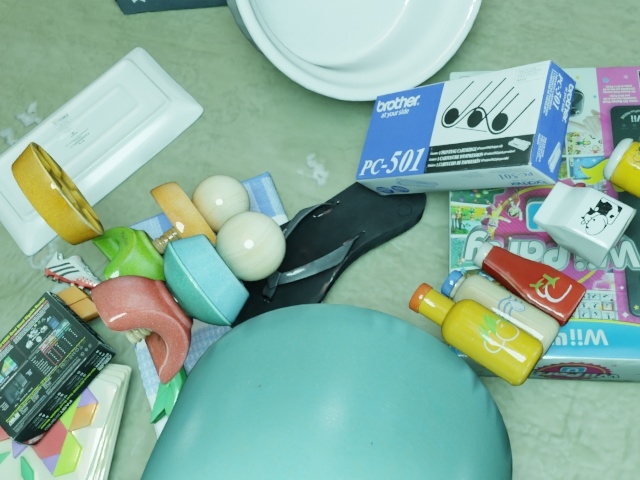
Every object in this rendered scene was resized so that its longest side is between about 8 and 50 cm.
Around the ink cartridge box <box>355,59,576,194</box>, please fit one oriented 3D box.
[{"bbox_3d":[0.128,-0.099,0.695,0.207,0.046,0.097,1,72,50],"label":"ink cartridge box"}]

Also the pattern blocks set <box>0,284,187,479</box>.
[{"bbox_3d":[-0.289,0.185,0.748,0.324,0.026,0.285,-5,70,14],"label":"pattern blocks set"}]

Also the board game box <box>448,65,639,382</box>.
[{"bbox_3d":[0.239,-0.019,0.731,0.224,0.097,0.303,0,68,10],"label":"board game box"}]

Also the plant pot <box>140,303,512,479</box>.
[{"bbox_3d":[-0.007,0.226,0.522,0.293,0.235,0.293,3,110,9],"label":"plant pot"}]

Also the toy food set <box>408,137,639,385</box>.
[{"bbox_3d":[0.179,0.005,0.618,0.104,0.111,0.232,32,77,21],"label":"toy food set"}]

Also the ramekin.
[{"bbox_3d":[0.025,-0.295,0.787,0.277,0.277,0.135,-36,26,-6],"label":"ramekin"}]

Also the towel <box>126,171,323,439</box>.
[{"bbox_3d":[-0.104,0.078,0.780,0.209,0.034,0.285,-21,66,-1],"label":"towel"}]

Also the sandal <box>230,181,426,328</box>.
[{"bbox_3d":[0.000,-0.001,0.762,0.254,0.054,0.097,-39,69,-18],"label":"sandal"}]

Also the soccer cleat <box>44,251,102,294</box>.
[{"bbox_3d":[-0.269,0.036,0.826,0.083,0.029,0.036,15,75,19],"label":"soccer cleat"}]

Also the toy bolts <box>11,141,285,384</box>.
[{"bbox_3d":[-0.137,-0.016,0.664,0.158,0.218,0.228,-36,41,-5],"label":"toy bolts"}]

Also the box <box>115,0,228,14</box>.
[{"bbox_3d":[-0.179,-0.534,0.899,0.211,0.293,0.396,-1,68,9],"label":"box"}]

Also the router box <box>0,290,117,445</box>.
[{"bbox_3d":[-0.276,0.125,0.730,0.092,0.038,0.122,36,78,25],"label":"router box"}]

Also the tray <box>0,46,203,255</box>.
[{"bbox_3d":[-0.286,-0.119,0.891,0.270,0.030,0.145,-42,67,-9],"label":"tray"}]
